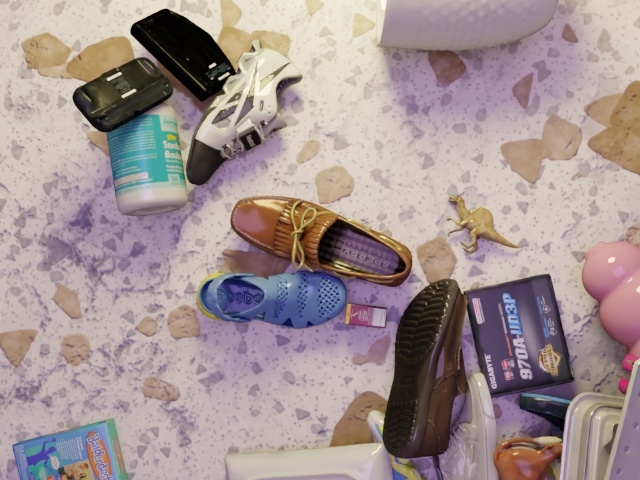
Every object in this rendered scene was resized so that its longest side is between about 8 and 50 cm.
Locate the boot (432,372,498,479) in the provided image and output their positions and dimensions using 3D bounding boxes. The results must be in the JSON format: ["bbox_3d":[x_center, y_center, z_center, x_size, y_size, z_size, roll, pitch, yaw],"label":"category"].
[{"bbox_3d":[0.279,0.395,1.553,0.123,0.095,0.258,-4,86,-2],"label":"boot"}]

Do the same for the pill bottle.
[{"bbox_3d":[-0.362,-0.190,1.616,0.146,0.146,0.264,-10,86,4],"label":"pill bottle"}]

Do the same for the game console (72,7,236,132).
[{"bbox_3d":[-0.344,-0.338,1.575,0.213,0.044,0.361,44,51,6],"label":"game console"}]

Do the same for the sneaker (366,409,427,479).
[{"bbox_3d":[0.132,0.465,1.564,0.126,0.091,0.240,-32,85,3],"label":"sneaker"}]

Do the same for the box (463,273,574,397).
[{"bbox_3d":[0.397,0.190,1.580,0.175,0.051,0.220,-11,86,3],"label":"box"}]

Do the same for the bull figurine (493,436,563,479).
[{"bbox_3d":[0.438,0.516,1.504,0.188,0.101,0.311,-19,101,4],"label":"bull figurine"}]

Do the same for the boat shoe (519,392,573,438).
[{"bbox_3d":[0.514,0.363,1.533,0.258,0.109,0.089,14,84,7],"label":"boat shoe"}]

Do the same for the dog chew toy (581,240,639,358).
[{"bbox_3d":[0.635,0.138,1.500,0.206,0.206,0.332,-39,76,1],"label":"dog chew toy"}]

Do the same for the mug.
[{"bbox_3d":[0.285,-0.548,1.552,0.327,0.276,0.374,3,56,-1],"label":"mug"}]

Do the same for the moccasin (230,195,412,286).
[{"bbox_3d":[-0.001,0.003,1.575,0.380,0.147,0.139,24,88,6],"label":"moccasin"}]

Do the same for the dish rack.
[{"bbox_3d":[0.589,0.438,1.454,0.332,0.072,0.286,12,81,-28],"label":"dish rack"}]

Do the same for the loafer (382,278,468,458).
[{"bbox_3d":[0.221,0.255,1.550,0.130,0.133,0.366,26,72,-29],"label":"loafer"}]

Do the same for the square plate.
[{"bbox_3d":[-0.014,0.585,1.548,0.347,0.049,0.344,-8,89,16],"label":"square plate"}]

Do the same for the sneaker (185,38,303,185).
[{"bbox_3d":[-0.154,-0.242,1.616,0.146,0.122,0.331,31,89,8],"label":"sneaker"}]

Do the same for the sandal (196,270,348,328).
[{"bbox_3d":[-0.103,0.119,1.583,0.317,0.138,0.126,-3,84,2],"label":"sandal"}]

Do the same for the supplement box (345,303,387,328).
[{"bbox_3d":[0.094,0.154,1.604,0.083,0.055,0.043,6,87,4],"label":"supplement box"}]

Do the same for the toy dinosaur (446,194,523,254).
[{"bbox_3d":[0.323,-0.019,1.600,0.183,0.053,0.093,40,89,6],"label":"toy dinosaur"}]

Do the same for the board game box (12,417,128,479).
[{"bbox_3d":[-0.518,0.474,1.633,0.210,0.047,0.160,-14,85,4],"label":"board game box"}]

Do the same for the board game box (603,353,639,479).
[{"bbox_3d":[0.642,0.405,1.366,0.389,0.050,0.390,11,96,-21],"label":"board game box"}]
